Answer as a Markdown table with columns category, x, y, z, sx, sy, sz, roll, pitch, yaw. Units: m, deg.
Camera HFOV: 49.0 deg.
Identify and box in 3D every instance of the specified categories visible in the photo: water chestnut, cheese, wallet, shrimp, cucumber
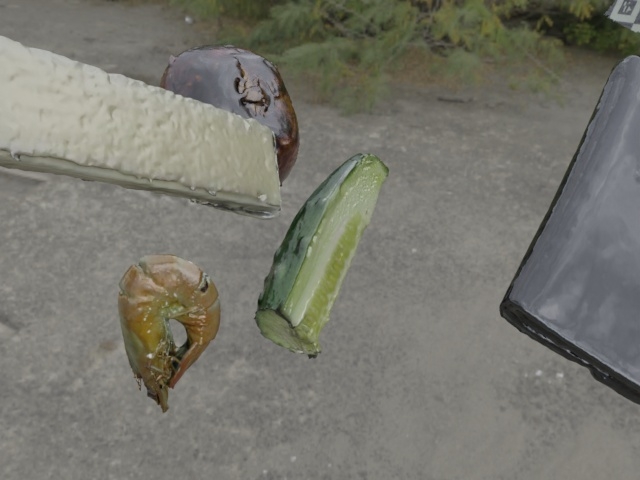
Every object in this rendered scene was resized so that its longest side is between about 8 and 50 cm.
| category | x | y | z | sx | sy | sz | roll | pitch | yaw |
| --- | --- | --- | --- | --- | --- | --- | --- | --- | --- |
| water chestnut | -0.218 | -0.245 | 1.494 | 0.302 | 0.350 | 0.350 | -25 | 9 | 33 |
| cheese | -0.155 | -0.078 | 0.459 | 0.034 | 0.085 | 0.400 | -6 | -9 | 34 |
| wallet | 0.393 | -0.024 | 0.862 | 0.228 | 0.062 | 0.406 | 33 | 70 | -4 |
| shrimp | -0.222 | 0.140 | 1.025 | 0.145 | 0.267 | 0.061 | 2 | 21 | -13 |
| cucumber | -0.003 | -0.002 | 1.050 | 0.105 | 0.145 | 0.325 | 7 | 61 | 38 |

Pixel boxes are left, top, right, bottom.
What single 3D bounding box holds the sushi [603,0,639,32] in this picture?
| category | x | y | z | sx | sy | sz | roll | pitch | yaw |
| --- | --- | --- | --- | --- | --- | --- | --- | --- | --- |
| sushi | 0.505 | -0.382 | 0.890 | 0.043 | 0.279 | 0.192 | 16 | 27 | -39 |
